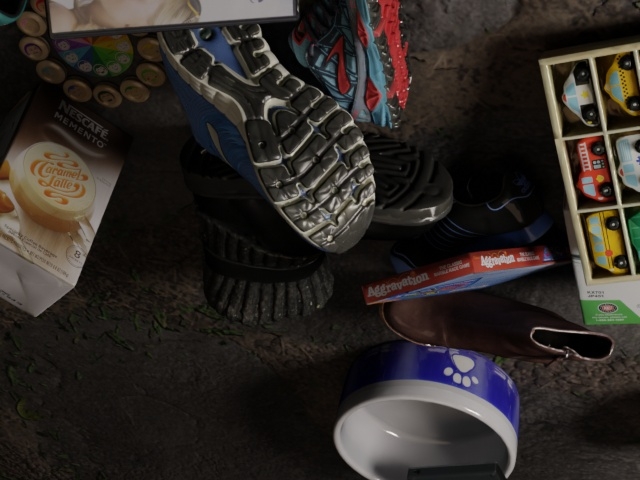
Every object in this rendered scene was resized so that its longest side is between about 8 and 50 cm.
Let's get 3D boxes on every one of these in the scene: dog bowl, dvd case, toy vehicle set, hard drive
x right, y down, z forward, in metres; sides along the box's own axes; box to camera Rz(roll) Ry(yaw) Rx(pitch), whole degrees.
[{"bbox_3d":[0.156,0.263,1.861,0.265,0.104,0.265,9,140,7],"label":"dog bowl"},{"bbox_3d":[-0.147,-0.293,1.245,0.253,0.022,0.180,-6,114,-10],"label":"dvd case"},{"bbox_3d":[0.342,-0.086,1.366,0.166,0.035,0.266,-8,110,21],"label":"toy vehicle set"},{"bbox_3d":[0.205,0.358,1.857,0.135,0.022,0.094,-8,135,25],"label":"hard drive"}]

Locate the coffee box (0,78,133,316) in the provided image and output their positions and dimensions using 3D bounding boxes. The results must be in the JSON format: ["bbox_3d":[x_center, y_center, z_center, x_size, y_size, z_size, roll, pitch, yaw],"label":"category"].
[{"bbox_3d":[-0.336,-0.054,1.527,0.141,0.246,0.098,34,135,-23],"label":"coffee box"}]

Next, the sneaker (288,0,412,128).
[{"bbox_3d":[0.021,-0.217,1.346,0.125,0.104,0.262,5,139,14],"label":"sneaker"}]

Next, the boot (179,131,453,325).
[{"bbox_3d":[0.001,-0.003,1.572,0.348,0.131,0.260,10,134,21],"label":"boot"}]

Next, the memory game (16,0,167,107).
[{"bbox_3d":[-0.266,-0.224,1.491,0.186,0.012,0.186,9,140,7],"label":"memory game"}]

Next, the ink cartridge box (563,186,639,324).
[{"bbox_3d":[0.373,0.001,1.506,0.153,0.087,0.208,-3,136,19],"label":"ink cartridge box"}]

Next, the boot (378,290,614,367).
[{"bbox_3d":[0.217,0.102,1.607,0.248,0.090,0.207,12,175,-17],"label":"boot"}]

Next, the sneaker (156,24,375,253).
[{"bbox_3d":[-0.061,-0.126,1.409,0.330,0.130,0.147,54,164,3],"label":"sneaker"}]

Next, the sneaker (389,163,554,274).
[{"bbox_3d":[0.167,-0.026,1.553,0.232,0.081,0.090,-19,111,38],"label":"sneaker"}]

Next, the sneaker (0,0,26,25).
[{"bbox_3d":[-0.402,-0.256,1.419,0.121,0.108,0.302,33,135,-15],"label":"sneaker"}]

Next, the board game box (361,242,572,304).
[{"bbox_3d":[0.183,0.037,1.514,0.145,0.027,0.281,-20,171,33],"label":"board game box"}]
